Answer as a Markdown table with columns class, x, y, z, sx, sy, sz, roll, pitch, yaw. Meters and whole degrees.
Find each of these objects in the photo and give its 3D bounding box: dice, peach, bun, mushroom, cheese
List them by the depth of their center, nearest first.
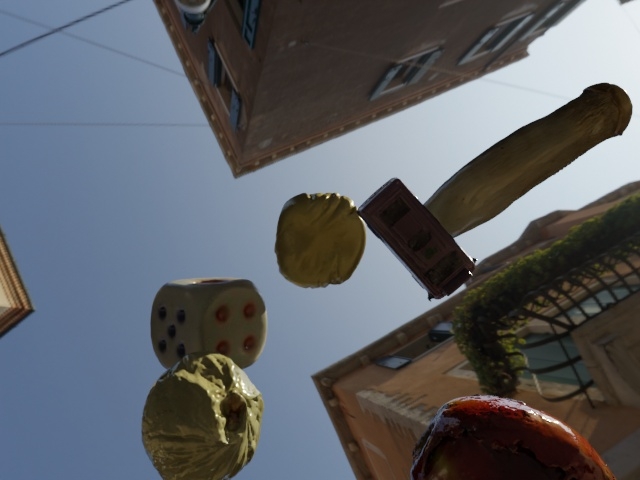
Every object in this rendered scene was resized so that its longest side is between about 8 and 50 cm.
| class | x | y | z | sx | sy | sz | roll | pitch | yaw |
| --- | --- | --- | --- | --- | --- | --- | --- | --- | --- |
| peach | 0.158 | 0.201 | 0.405 | 0.172 | 0.092 | 0.127 | 9 | -96 | 24 |
| mushroom | 0.296 | -0.107 | 0.751 | 0.351 | 0.122 | 0.095 | -34 | -101 | 16 |
| bun | -0.172 | 0.285 | 0.794 | 0.220 | 0.134 | 0.221 | 26 | -124 | -46 |
| dice | -0.241 | 0.181 | 1.069 | 0.193 | 0.193 | 0.192 | -3 | -89 | -50 |
| cheese | 0.000 | 0.000 | 1.147 | 0.213 | 0.117 | 0.226 | 2 | -87 | -3 |

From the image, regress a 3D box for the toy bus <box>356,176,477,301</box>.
| class | x | y | z | sx | sy | sz | roll | pitch | yaw |
| --- | --- | --- | --- | --- | --- | --- | --- | --- | --- |
| toy bus | 0.135 | 0.000 | 0.686 | 0.086 | 0.098 | 0.178 | -42 | -89 | 5 |
